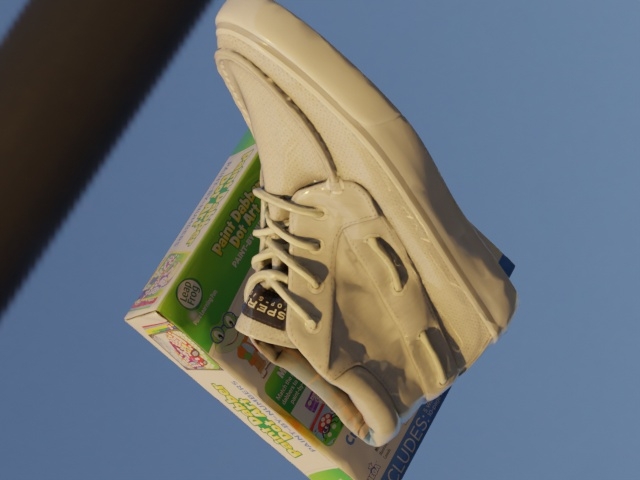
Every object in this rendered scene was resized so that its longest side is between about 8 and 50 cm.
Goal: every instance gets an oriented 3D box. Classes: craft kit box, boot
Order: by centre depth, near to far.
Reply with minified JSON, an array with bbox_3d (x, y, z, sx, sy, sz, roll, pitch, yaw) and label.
[{"bbox_3d":[0.000,0.000,1.007,0.123,0.095,0.258,-47,-57,-13],"label":"boot"},{"bbox_3d":[0.007,0.040,1.515,0.246,0.061,0.250,45,-122,-22],"label":"craft kit box"}]
